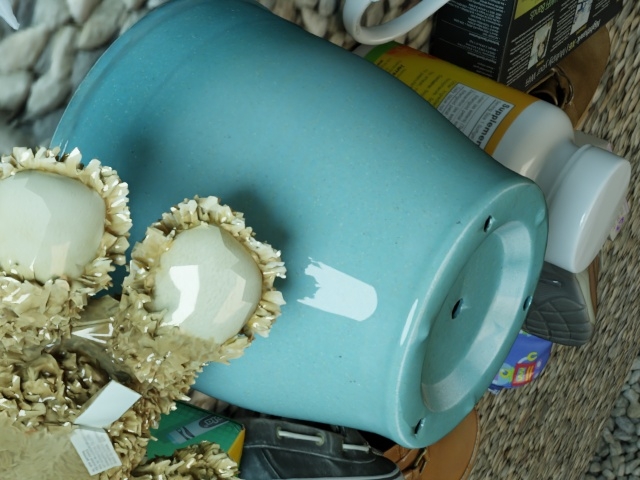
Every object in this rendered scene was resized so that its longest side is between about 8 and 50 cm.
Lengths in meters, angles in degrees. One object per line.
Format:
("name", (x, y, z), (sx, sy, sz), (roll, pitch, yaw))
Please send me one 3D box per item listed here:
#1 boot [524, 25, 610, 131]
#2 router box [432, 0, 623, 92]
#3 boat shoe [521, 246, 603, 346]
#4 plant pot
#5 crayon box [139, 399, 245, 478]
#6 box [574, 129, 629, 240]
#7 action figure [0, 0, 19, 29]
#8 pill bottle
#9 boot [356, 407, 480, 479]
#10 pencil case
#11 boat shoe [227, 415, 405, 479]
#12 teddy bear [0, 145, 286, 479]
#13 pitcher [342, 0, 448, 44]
("boot", (0.247, -0.156, 1.204), (0.305, 0.112, 0.115), (-49, -175, -28))
("router box", (0.231, -0.298, 1.107), (0.309, 0.081, 0.243), (-39, 145, -41))
("boat shoe", (0.277, 0.020, 1.278), (0.116, 0.123, 0.324), (-61, 158, -23))
("plant pot", (0.000, 0.000, 0.735), (0.272, 0.255, 0.271), (-40, 143, -39))
("crayon box", (-0.154, 0.267, 0.843), (0.278, 0.081, 0.165), (-53, 157, -57))
("box", (0.416, -0.080, 1.690), (0.063, 0.067, 0.324), (-61, 154, -5))
("action figure", (-0.118, -0.214, 0.519), (0.285, 0.099, 0.185), (-41, 154, -31))
("pill bottle", (0.128, -0.069, 0.938), (0.136, 0.246, 0.136), (-44, 149, -35))
("boot", (0.112, 0.251, 1.411), (0.283, 0.109, 0.220), (-39, 142, -28))
("pencil case", (0.262, 0.059, 1.470), (0.119, 0.133, 0.306), (-100, -167, -51))
("boat shoe", (0.001, 0.220, 1.117), (0.335, 0.121, 0.119), (23, 60, -67))
("teddy bear", (-0.156, 0.093, 0.628), (0.245, 0.113, 0.338), (2, 125, -17))
("pitcher", (0.118, -0.237, 0.875), (0.207, 0.125, 0.177), (-17, 152, -18))
